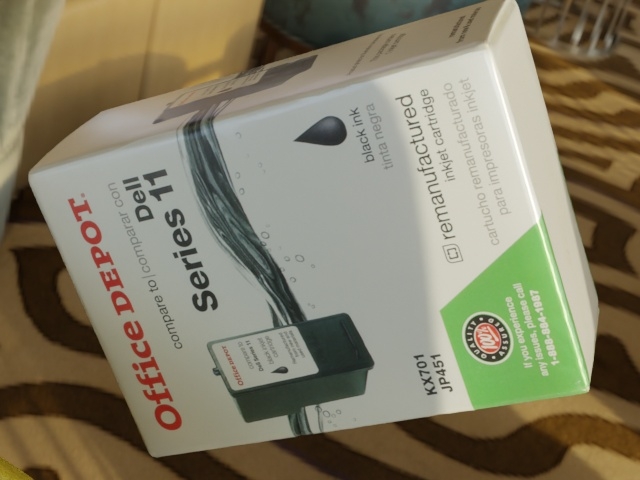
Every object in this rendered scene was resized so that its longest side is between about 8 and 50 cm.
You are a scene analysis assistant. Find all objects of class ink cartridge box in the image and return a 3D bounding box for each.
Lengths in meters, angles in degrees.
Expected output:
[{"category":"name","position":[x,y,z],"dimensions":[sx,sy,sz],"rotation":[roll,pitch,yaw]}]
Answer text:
[{"category":"ink cartridge box","position":[0.000,0.000,0.488],"dimensions":[0.208,0.153,0.087],"rotation":[-13,19,22]}]

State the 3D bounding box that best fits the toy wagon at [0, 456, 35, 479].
[{"category":"toy wagon","position":[-0.064,0.175,0.406],"dimensions":[0.344,0.068,0.267],"rotation":[36,-7,-7]}]
